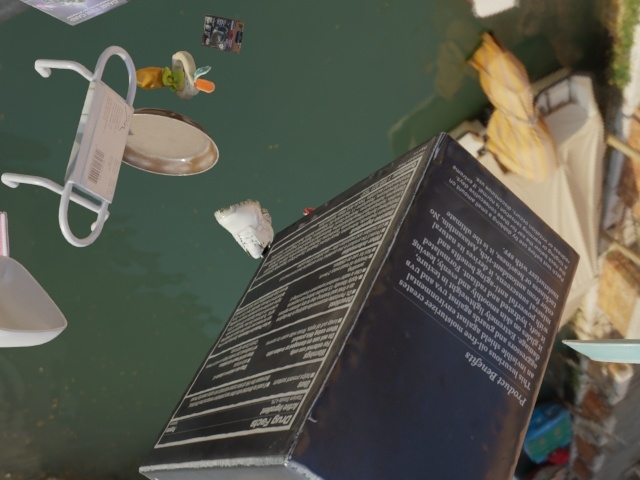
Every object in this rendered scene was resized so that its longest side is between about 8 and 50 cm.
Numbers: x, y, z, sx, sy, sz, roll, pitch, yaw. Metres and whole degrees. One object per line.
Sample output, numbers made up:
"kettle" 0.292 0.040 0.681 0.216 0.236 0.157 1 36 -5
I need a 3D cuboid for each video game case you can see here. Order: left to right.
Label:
"video game case" -0.577 -0.548 1.544 0.196 0.026 0.274 -8 168 31

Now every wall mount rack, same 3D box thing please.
"wall mount rack" -0.404 -0.153 1.272 0.130 0.350 0.304 7 167 17

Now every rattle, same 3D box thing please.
"rattle" -0.373 -0.416 1.842 0.142 0.199 0.130 9 112 -35

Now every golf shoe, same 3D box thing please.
"golf shoe" -0.116 -0.015 1.208 0.069 0.086 0.176 -22 166 14

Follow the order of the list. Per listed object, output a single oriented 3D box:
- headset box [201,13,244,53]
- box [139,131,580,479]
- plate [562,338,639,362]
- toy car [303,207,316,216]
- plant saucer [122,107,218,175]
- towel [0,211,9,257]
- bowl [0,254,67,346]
"headset box" -0.187 -0.401 1.405 0.032 0.083 0.062 -18 121 -60
"box" 0.028 0.113 0.637 0.296 0.182 0.294 -29 -153 55
"plate" 0.368 0.123 0.805 0.188 0.024 0.188 0 173 0
"toy car" 0.000 0.000 1.916 0.053 0.225 0.239 -30 110 -14
"plant saucer" -0.422 -0.266 1.923 0.310 0.050 0.311 4 156 2
"towel" -0.834 -0.012 1.692 0.196 0.029 0.144 4 121 -16
"bowl" -0.388 0.076 0.857 0.053 0.142 0.142 -51 161 9
